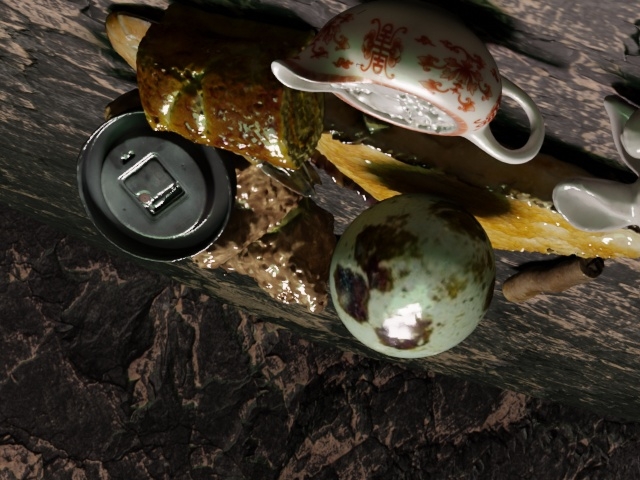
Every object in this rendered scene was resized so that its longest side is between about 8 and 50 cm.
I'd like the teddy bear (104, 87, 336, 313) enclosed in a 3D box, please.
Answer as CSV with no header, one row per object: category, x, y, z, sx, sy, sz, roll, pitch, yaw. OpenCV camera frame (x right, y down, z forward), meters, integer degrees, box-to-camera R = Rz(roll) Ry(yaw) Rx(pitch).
teddy bear,-0.124,-0.048,2.076,0.296,0.222,0.246,5,-152,2

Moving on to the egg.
egg,0.098,0.033,1.758,0.169,0.169,0.231,21,160,-9

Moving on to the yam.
yam,0.312,0.049,2.312,0.045,0.045,0.327,-13,176,-12

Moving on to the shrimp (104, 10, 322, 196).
shrimp,-0.104,-0.149,1.810,0.296,0.058,0.169,37,168,-11

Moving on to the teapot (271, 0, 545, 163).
teapot,0.084,-0.136,1.434,0.245,0.116,0.159,24,158,-11

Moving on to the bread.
bread,-0.087,-0.148,1.653,0.172,0.103,0.132,16,131,27

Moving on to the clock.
clock,-0.182,-0.066,1.925,0.184,0.184,0.040,18,-153,6

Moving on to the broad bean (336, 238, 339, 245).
broad bean,0.000,0.000,2.695,0.292,0.049,0.144,14,164,22

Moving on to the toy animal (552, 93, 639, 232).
toy animal,0.305,-0.052,1.407,0.179,0.127,0.193,23,172,-9

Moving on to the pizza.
pizza,0.111,-0.082,1.827,0.392,0.080,0.435,24,169,-30
